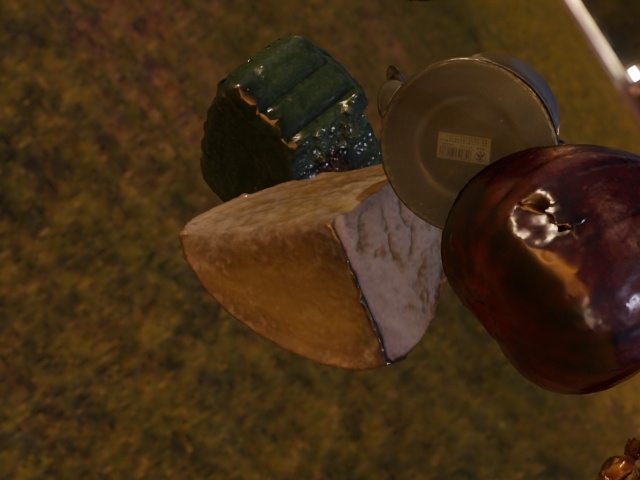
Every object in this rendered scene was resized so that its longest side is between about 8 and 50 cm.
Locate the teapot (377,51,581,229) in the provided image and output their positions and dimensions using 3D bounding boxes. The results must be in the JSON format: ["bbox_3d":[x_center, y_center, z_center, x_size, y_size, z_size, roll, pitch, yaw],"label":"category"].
[{"bbox_3d":[0.159,-0.099,1.442,0.239,0.162,0.149,23,24,9],"label":"teapot"}]

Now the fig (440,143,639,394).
[{"bbox_3d":[0.227,-0.006,1.242,0.204,0.249,0.186,48,-11,35],"label":"fig"}]

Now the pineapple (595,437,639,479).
[{"bbox_3d":[0.297,0.248,1.381,0.250,0.140,0.164,50,-27,41],"label":"pineapple"}]

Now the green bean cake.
[{"bbox_3d":[-0.008,-0.096,2.158,0.308,0.169,0.300,47,-24,8],"label":"green bean cake"}]

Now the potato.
[{"bbox_3d":[0.003,0.031,1.863,0.211,0.264,0.189,-41,120,-49],"label":"potato"}]
